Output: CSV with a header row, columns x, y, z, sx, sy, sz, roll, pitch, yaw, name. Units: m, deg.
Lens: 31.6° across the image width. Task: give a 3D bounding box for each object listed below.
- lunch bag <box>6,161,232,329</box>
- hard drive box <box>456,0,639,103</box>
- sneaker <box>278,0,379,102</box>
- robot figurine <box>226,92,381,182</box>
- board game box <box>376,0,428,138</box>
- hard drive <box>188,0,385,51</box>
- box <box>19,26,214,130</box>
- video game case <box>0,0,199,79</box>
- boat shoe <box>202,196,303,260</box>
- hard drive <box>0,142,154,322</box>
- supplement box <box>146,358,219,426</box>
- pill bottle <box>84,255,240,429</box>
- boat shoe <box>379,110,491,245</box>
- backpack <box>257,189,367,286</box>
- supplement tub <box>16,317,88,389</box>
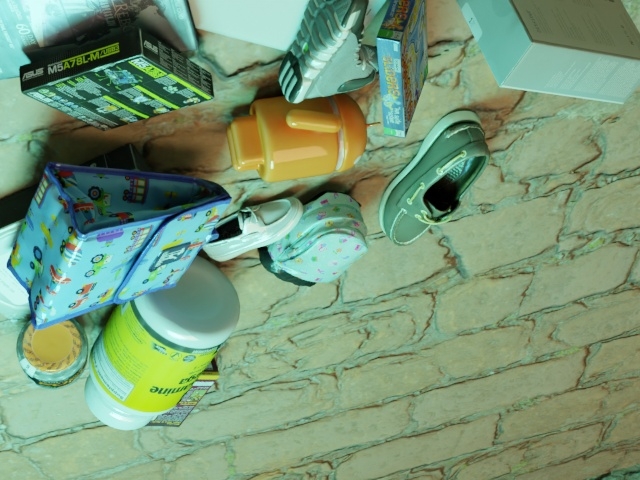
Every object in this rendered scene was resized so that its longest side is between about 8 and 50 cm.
x,y,z,sx,sy,sz,roll,pitch,yaw,name
-0.283,-0.003,1.680,0.293,0.138,0.221,-7,145,-39,lunch bag
0.336,-0.299,1.613,0.232,0.181,0.089,4,140,-29,hard drive box
0.041,-0.273,1.531,0.132,0.086,0.229,-4,153,-30,sneaker
-0.025,-0.155,1.678,0.219,0.128,0.158,-9,137,-15,robot figurine
0.118,-0.261,1.602,0.035,0.136,0.201,12,149,14,board game box
-0.054,-0.343,1.484,0.307,0.040,0.203,8,137,-35,hard drive
-0.264,-0.207,1.485,0.184,0.045,0.190,-16,164,21,box
-0.304,-0.291,1.404,0.274,0.026,0.196,-8,145,2,video game case
-0.119,-0.027,1.875,0.184,0.066,0.063,-20,148,18,boat shoe
-0.393,-0.002,1.767,0.339,0.064,0.237,-23,146,4,hard drive
-0.288,0.280,2.190,0.104,0.081,0.188,7,137,-35,supplement box
-0.288,0.186,1.964,0.188,0.188,0.334,6,139,-32,pill bottle
0.191,-0.084,1.915,0.109,0.091,0.305,1,140,-28,boat shoe
0.000,0.000,1.913,0.152,0.115,0.182,16,136,-43,backpack
-0.448,0.185,1.894,0.117,0.117,0.190,-10,170,-13,supplement tub
